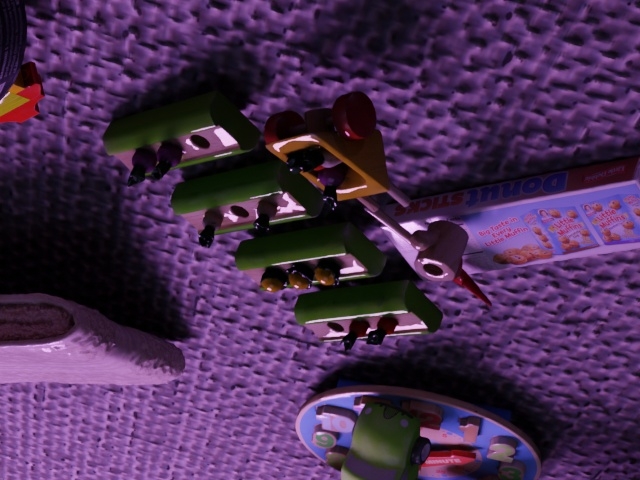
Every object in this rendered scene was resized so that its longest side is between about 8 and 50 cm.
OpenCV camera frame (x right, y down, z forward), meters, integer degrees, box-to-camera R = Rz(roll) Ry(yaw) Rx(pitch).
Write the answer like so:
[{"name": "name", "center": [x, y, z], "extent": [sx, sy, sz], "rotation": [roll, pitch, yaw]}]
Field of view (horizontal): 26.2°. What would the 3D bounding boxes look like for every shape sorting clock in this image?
[{"name": "shape sorting clock", "center": [0.080, 0.173, 1.137], "extent": [0.206, 0.040, 0.206], "rotation": [10, 145, 7]}]

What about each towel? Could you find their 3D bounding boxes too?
[{"name": "towel", "center": [-0.266, 0.079, 1.083], "extent": [0.282, 0.049, 0.187], "rotation": [-1, 166, 21]}]

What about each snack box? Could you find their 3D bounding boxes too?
[{"name": "snack box", "center": [0.130, -0.011, 0.874], "extent": [0.178, 0.022, 0.064], "rotation": [-10, 137, 32]}]

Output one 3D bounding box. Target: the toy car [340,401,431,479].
[{"name": "toy car", "center": [0.044, 0.230, 1.089], "extent": [0.239, 0.053, 0.225], "rotation": [17, 124, 26]}]

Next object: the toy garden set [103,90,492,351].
[{"name": "toy garden set", "center": [0.000, 0.000, 0.883], "extent": [0.203, 0.049, 0.244], "rotation": [-9, 138, 44]}]

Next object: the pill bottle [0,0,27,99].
[{"name": "pill bottle", "center": [-0.245, -0.086, 0.646], "extent": [0.130, 0.246, 0.130], "rotation": [4, 109, 12]}]

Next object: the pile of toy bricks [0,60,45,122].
[{"name": "pile of toy bricks", "center": [-0.266, -0.092, 0.861], "extent": [0.212, 0.118, 0.105], "rotation": [-24, 161, 22]}]
